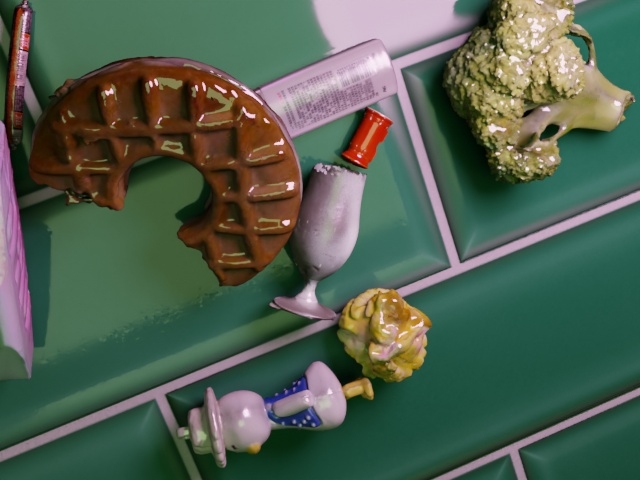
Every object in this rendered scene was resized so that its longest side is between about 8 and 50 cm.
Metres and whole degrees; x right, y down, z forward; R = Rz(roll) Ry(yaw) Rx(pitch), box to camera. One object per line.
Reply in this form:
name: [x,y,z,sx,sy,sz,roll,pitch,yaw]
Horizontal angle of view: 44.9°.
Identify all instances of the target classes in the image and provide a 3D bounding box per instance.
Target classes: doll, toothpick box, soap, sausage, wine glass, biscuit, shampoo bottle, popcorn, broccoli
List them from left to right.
soap: [-0.438,0.033,0.987,0.109,0.193,0.324,-3,129,-15]
sausage: [-0.403,-0.219,1.030,0.028,0.025,0.199,-2,104,-44]
biscuit: [-0.183,-0.105,1.022,0.366,0.115,0.268,29,117,-20]
doll: [-0.067,0.254,1.143,0.293,0.138,0.119,-11,75,-9]
shampoo bottle: [-0.006,-0.206,1.099,0.227,0.056,0.086,-25,111,-6]
wine glass: [0.000,0.000,1.122,0.103,0.103,0.222,13,97,-14]
toothpick box: [0.067,-0.148,1.132,0.047,0.047,0.083,27,96,-15]
popcorn: [0.097,0.142,1.163,0.125,0.126,0.145,-14,88,-34]
broccoli: [0.323,-0.204,1.103,0.302,0.186,0.254,38,82,-10]
